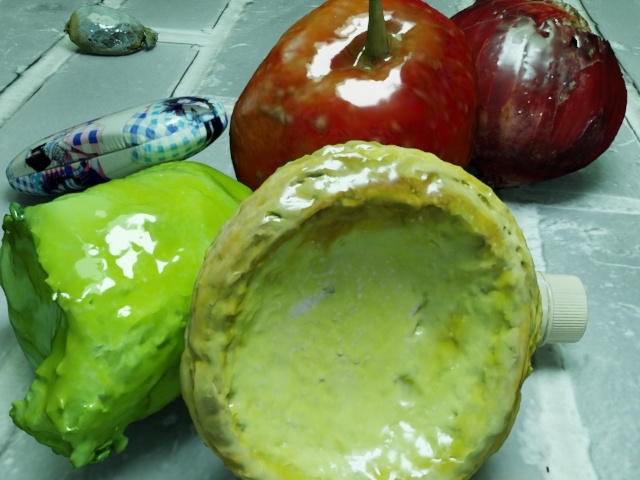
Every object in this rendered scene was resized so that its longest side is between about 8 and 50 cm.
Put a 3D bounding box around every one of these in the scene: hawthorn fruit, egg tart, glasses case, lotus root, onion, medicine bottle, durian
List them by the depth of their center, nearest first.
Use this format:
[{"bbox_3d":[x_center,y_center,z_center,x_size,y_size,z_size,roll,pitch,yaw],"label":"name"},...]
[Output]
[{"bbox_3d":[0.029,0.068,0.586,0.294,0.293,0.123,-4,8,-11],"label":"egg tart"},{"bbox_3d":[-0.162,0.024,0.676,0.256,0.204,0.340,15,34,37],"label":"durian"},{"bbox_3d":[0.120,0.063,0.712,0.253,0.114,0.114,1,35,-3],"label":"medicine bottle"},{"bbox_3d":[0.042,-0.140,0.798,0.287,0.330,0.287,2,59,-3],"label":"hawthorn fruit"},{"bbox_3d":[-0.242,-0.106,0.866,0.328,0.076,0.125,-6,16,40],"label":"glasses case"},{"bbox_3d":[0.261,-0.189,0.984,0.276,0.276,0.276,2,35,-1],"label":"onion"},{"bbox_3d":[-0.371,-0.372,1.336,0.165,0.088,0.088,5,34,-15],"label":"lotus root"}]
